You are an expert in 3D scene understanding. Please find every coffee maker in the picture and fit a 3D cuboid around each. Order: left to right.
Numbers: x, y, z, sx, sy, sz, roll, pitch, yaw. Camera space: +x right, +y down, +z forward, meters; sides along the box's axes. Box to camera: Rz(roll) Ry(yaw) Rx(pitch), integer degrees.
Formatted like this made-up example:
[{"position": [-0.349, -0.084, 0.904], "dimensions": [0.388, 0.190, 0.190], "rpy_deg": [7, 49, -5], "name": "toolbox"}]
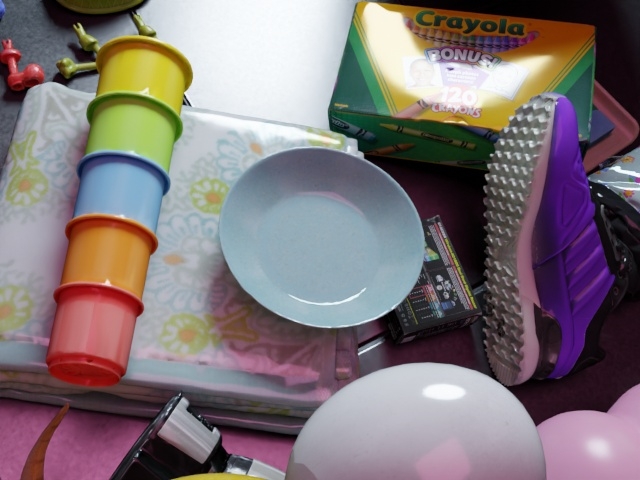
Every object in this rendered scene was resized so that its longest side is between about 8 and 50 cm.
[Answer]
[{"position": [-0.096, 0.240, 0.657], "dimensions": [0.178, 0.120, 0.171], "rpy_deg": [33, 58, -2], "name": "coffee maker"}]

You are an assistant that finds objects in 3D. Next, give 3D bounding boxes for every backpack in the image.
[{"position": [0.371, -0.037, 0.914], "dimensions": [0.182, 0.115, 0.152], "rpy_deg": [-28, 69, -26], "name": "backpack"}]

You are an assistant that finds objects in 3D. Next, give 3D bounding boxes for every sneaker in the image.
[{"position": [0.251, -0.001, 0.828], "dimensions": [0.146, 0.102, 0.294], "rpy_deg": [0, 100, -13], "name": "sneaker"}]

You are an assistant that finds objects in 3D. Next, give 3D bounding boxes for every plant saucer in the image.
[{"position": [0.000, 0.000, 0.765], "dimensions": [0.194, 0.037, 0.195], "rpy_deg": [6, 60, -10], "name": "plant saucer"}]

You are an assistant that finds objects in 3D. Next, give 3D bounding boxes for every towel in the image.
[{"position": [-0.138, 0.013, 0.802], "dimensions": [0.374, 0.090, 0.321], "rpy_deg": [9, 58, -7], "name": "towel"}]

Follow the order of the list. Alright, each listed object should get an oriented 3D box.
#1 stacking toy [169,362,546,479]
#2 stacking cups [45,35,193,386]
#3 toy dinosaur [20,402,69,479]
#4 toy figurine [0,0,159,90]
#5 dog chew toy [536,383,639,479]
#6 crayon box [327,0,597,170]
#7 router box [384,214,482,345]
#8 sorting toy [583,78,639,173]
[{"position": [-0.064, 0.249, 0.421], "dimensions": [0.480, 0.350, 0.351], "rpy_deg": [-46, 75, 18], "name": "stacking toy"}, {"position": [-0.171, -0.031, 0.717], "dimensions": [0.096, 0.096, 0.316], "rpy_deg": [5, 61, -9], "name": "stacking cups"}, {"position": [-0.232, 0.242, 0.663], "dimensions": [0.112, 0.064, 0.212], "rpy_deg": [-15, 96, -13], "name": "toy dinosaur"}, {"position": [-0.343, -0.296, 0.846], "dimensions": [0.362, 0.217, 0.191], "rpy_deg": [-12, 66, -17], "name": "toy figurine"}, {"position": [0.259, 0.233, 0.708], "dimensions": [0.331, 0.207, 0.207], "rpy_deg": [-10, 65, -7], "name": "dog chew toy"}, {"position": [0.162, -0.172, 0.924], "dimensions": [0.278, 0.081, 0.165], "rpy_deg": [8, 62, 10], "name": "crayon box"}, {"position": [0.103, 0.041, 0.861], "dimensions": [0.092, 0.038, 0.123], "rpy_deg": [-13, 66, -17], "name": "router box"}, {"position": [0.268, -0.159, 1.000], "dimensions": [0.208, 0.038, 0.193], "rpy_deg": [-32, 73, -24], "name": "sorting toy"}]
